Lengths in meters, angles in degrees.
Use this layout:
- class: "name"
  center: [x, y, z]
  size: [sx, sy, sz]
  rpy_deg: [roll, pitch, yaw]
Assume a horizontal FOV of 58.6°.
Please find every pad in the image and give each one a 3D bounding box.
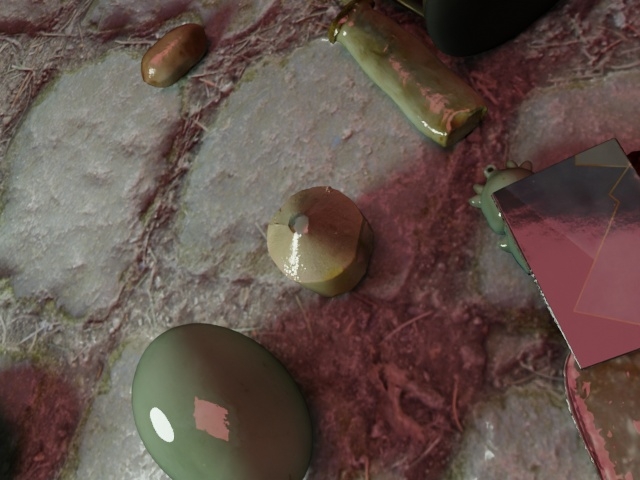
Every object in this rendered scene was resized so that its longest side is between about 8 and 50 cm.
- class: "pad"
  center: [0.327, 0.011, 0.670]
  size: [0.163, 0.004, 0.243]
  rpy_deg: [-25, 66, 13]

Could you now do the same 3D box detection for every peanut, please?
- class: "peanut"
  center: [-0.277, -0.351, 1.081]
  size: [0.152, 0.076, 0.076]
  rpy_deg: [-42, 64, -1]

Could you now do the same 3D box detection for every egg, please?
- class: "egg"
  center: [-0.133, 0.229, 0.763]
  size: [0.282, 0.203, 0.203]
  rpy_deg: [40, 89, 26]

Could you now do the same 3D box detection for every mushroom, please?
- class: "mushroom"
  center: [0.128, -0.273, 0.904]
  size: [0.100, 0.081, 0.312]
  rpy_deg: [-43, 68, 9]

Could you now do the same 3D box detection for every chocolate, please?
- class: "chocolate"
  center: [0.384, 0.225, 0.641]
  size: [0.156, 0.080, 0.254]
  rpy_deg: [-24, 64, 26]

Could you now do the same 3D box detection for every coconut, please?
- class: "coconut"
  center: [0.000, 0.000, 0.817]
  size: [0.147, 0.153, 0.147]
  rpy_deg: [-7, 68, 18]

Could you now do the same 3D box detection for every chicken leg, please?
- class: "chicken leg"
  center: [0.439, -0.096, 0.730]
  size: [0.113, 0.093, 0.305]
  rpy_deg: [25, 74, 8]

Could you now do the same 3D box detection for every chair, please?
- class: "chair"
  center: [0.185, -0.520, 0.824]
  size: [0.364, 0.362, 0.410]
  rpy_deg: [-34, 69, 7]

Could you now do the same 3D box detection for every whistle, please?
- class: "whistle"
  center: [0.289, -0.011, 0.747]
  size: [0.110, 0.092, 0.245]
  rpy_deg: [-35, 63, 5]
